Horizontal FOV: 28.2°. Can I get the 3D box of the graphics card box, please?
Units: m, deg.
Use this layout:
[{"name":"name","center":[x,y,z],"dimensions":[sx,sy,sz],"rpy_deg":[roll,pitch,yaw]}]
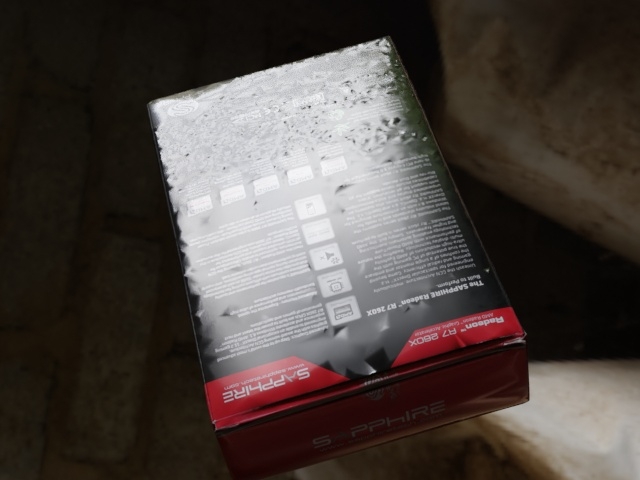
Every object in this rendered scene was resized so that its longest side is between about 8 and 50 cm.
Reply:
[{"name":"graphics card box","center":[0.000,0.000,1.024],"dimensions":[0.094,0.233,0.371],"rpy_deg":[76,177,-47]}]
